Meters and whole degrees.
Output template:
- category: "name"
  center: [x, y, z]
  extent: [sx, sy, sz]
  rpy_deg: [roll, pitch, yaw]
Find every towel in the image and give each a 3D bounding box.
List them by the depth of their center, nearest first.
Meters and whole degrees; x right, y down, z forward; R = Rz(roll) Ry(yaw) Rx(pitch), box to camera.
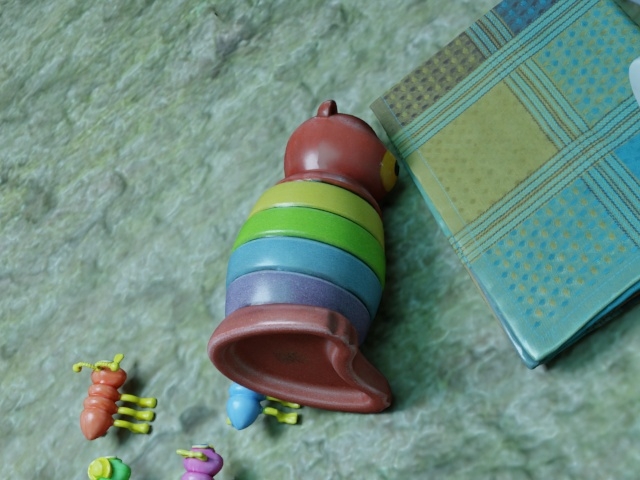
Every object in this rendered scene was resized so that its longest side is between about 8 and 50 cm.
- category: "towel"
  center: [0.225, -0.089, 1.040]
  extent: [0.271, 0.040, 0.370]
  rpy_deg: [-37, 51, 11]

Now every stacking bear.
- category: "stacking bear"
  center: [0.000, 0.000, 1.070]
  extent: [0.164, 0.175, 0.289]
  rpy_deg: [0, 57, 23]

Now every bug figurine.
- category: "bug figurine"
  center: [-0.159, 0.202, 1.110]
  extent: [0.279, 0.072, 0.216]
  rpy_deg: [-10, 57, 28]

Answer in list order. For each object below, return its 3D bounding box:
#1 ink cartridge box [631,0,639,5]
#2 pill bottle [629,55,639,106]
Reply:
- category: "ink cartridge box"
  center: [0.372, -0.276, 1.034]
  extent: [0.145, 0.045, 0.179]
  rpy_deg: [-52, 48, 1]
- category: "pill bottle"
  center: [0.393, -0.167, 0.872]
  extent: [0.264, 0.153, 0.153]
  rpy_deg: [-35, 52, 2]
